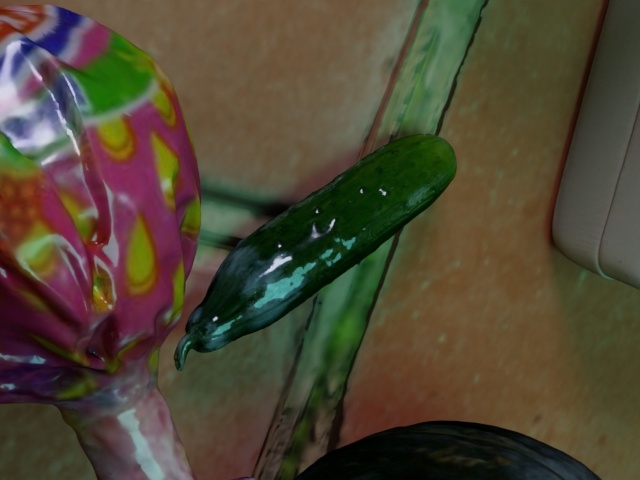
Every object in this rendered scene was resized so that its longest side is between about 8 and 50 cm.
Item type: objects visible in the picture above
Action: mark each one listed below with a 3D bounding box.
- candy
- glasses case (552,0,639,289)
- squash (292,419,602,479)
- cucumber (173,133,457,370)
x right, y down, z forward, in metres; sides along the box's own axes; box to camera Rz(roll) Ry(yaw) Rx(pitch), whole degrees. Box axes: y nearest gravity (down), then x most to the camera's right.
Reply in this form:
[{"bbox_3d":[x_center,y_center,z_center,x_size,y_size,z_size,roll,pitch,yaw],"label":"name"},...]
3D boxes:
[{"bbox_3d":[-0.054,0.099,0.605,0.124,0.124,0.365,-27,103,-30],"label":"candy"},{"bbox_3d":[0.203,-0.128,0.823,0.131,0.070,0.312,1,108,-42],"label":"glasses case"},{"bbox_3d":[0.057,0.178,0.751,0.172,0.218,0.218,-20,131,11],"label":"squash"},{"bbox_3d":[0.000,0.000,0.726,0.155,0.037,0.037,-37,130,-24],"label":"cucumber"}]
